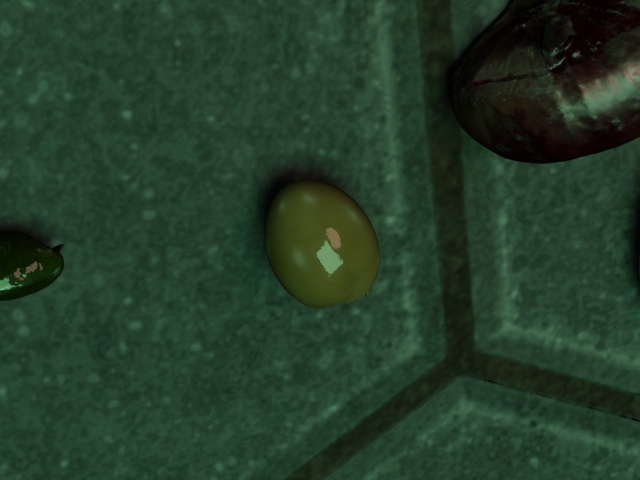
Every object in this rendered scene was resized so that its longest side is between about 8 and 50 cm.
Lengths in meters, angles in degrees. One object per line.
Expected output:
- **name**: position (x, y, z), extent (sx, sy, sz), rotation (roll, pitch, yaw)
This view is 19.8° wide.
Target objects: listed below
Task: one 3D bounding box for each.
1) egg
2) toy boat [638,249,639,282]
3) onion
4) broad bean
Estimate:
- **egg**: position (0.000, 0.000, 1.316), extent (0.080, 0.080, 0.096), rotation (-18, 116, -7)
- **toy boat**: position (0.329, -0.052, 1.387), extent (0.141, 0.092, 0.319), rotation (9, 123, -23)
- **onion**: position (0.204, -0.112, 1.303), extent (0.206, 0.098, 0.151), rotation (-35, 122, 4)
- **broad bean**: position (-0.301, 0.021, 1.249), extent (0.256, 0.052, 0.053), rotation (-1, 160, -18)
